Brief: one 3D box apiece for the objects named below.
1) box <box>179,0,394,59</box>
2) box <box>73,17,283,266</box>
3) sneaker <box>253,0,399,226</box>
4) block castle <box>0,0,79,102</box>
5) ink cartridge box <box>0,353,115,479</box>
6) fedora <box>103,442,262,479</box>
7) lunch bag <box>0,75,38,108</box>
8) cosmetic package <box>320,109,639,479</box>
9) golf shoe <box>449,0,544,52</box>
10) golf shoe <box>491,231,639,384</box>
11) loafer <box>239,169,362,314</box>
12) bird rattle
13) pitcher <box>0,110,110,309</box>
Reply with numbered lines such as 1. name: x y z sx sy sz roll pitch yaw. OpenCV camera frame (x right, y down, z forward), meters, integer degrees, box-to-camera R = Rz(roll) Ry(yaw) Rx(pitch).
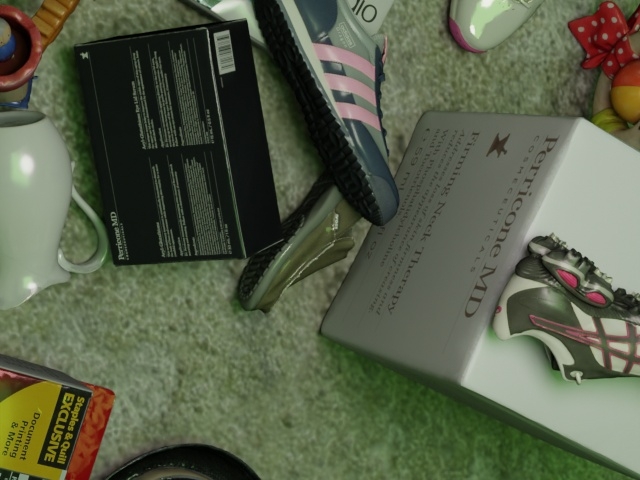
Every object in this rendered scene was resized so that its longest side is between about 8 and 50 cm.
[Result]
1. box: 0.003 -0.370 1.980 0.232 0.058 0.322 30 83 -23
2. box: -0.161 -0.110 1.865 0.103 0.184 0.261 -28 112 -61
3. sneaker: 0.043 -0.178 1.922 0.131 0.112 0.319 -28 102 -21
4. block castle: -0.317 -0.399 1.706 0.303 0.213 0.453 34 77 -2
5. ink cartridge box: -0.381 0.289 1.855 0.271 0.130 0.309 18 89 -25
6. fedora: -0.146 0.416 1.945 0.334 0.152 0.334 -3 96 -26
7. lunch bag: -0.367 -0.185 1.841 0.098 0.067 0.065 4 95 -26
8. cosmetic package: 0.268 0.058 1.956 0.327 0.393 0.329 28 84 -23
9. golf shoe: 0.279 -0.364 2.053 0.115 0.140 0.306 40 82 -23
10. golf shoe: 0.303 0.104 1.719 0.273 0.105 0.120 33 97 -16
11. loafer: 0.000 0.000 2.000 0.087 0.094 0.251 44 79 -16
12. bird rattle: 0.400 -0.192 2.080 0.143 0.207 0.254 26 81 -26
13. pitcher: -0.322 -0.044 1.860 0.177 0.125 0.207 -19 115 -41
